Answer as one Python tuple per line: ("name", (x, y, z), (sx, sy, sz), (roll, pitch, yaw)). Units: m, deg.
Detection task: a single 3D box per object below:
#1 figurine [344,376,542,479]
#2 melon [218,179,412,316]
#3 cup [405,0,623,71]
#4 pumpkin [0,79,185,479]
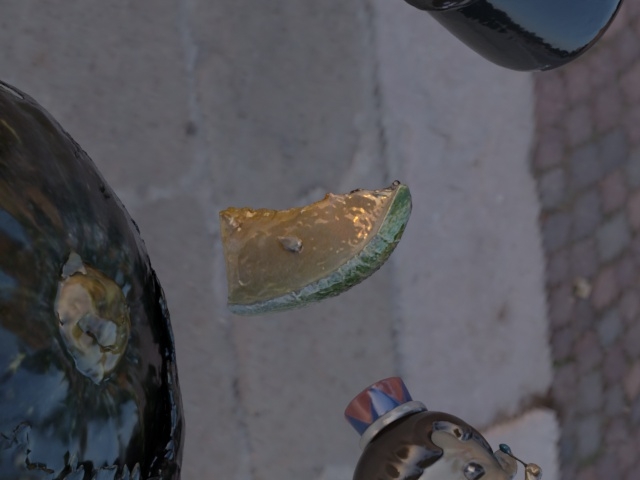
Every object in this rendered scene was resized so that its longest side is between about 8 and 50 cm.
("figurine", (0.120, 0.236, 1.609), (0.161, 0.275, 0.158), (-46, 141, -19))
("melon", (0.000, 0.008, 1.506), (0.054, 0.182, 0.098), (-7, 88, -60))
("cup", (0.137, -0.245, 1.490), (0.176, 0.223, 0.169), (16, 100, -47))
("pumpkin", (-0.284, 0.092, 1.253), (0.454, 0.344, 0.454), (47, 29, -36))
